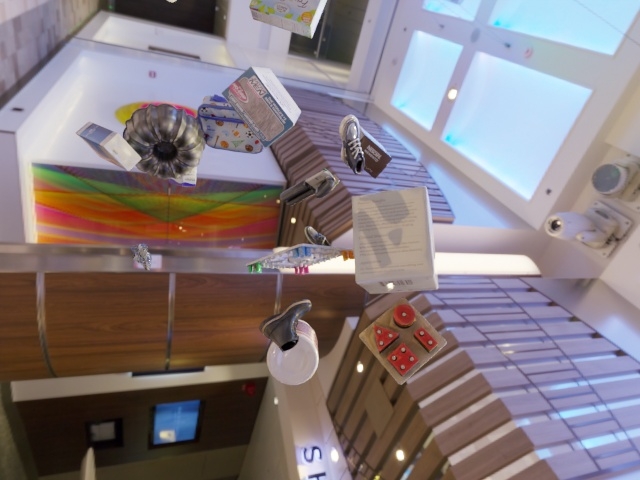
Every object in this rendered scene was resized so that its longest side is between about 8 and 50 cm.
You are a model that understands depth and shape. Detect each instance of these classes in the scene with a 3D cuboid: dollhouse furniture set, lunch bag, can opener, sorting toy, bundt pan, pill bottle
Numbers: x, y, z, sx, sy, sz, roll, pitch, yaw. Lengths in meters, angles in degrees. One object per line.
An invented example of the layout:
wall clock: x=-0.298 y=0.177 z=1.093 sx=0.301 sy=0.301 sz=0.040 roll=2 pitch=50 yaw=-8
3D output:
dollhouse furniture set: x=0.053 y=-0.312 z=2.101 sx=0.076 sy=0.058 sz=0.152 roll=-44 pitch=-131 yaw=11
lunch bag: x=-0.388 y=-0.510 z=1.768 sx=0.243 sy=0.303 sz=0.115 roll=96 pitch=2 yaw=-52
can opener: x=-0.057 y=-0.195 z=1.631 sx=0.283 sy=0.076 sz=0.095 roll=-23 pitch=-136 yaw=40
sorting toy: x=0.331 y=0.396 z=1.638 sx=0.255 sy=0.257 sz=0.089 roll=47 pitch=-8 yaw=25
bundt pan: x=-0.642 y=-0.384 z=1.668 sx=0.124 sy=0.330 sz=0.331 roll=-109 pitch=-150 yaw=-43
pill bottle: x=-0.123 y=0.503 z=1.894 sx=0.392 sy=0.224 sz=0.224 roll=-154 pitch=-114 yaw=-89

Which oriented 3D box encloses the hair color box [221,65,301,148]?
hair color box: x=-0.153 y=-0.388 z=1.146 sx=0.105 sy=0.174 sz=0.347 roll=-35 pitch=-162 yaw=13

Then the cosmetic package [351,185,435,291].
cosmetic package: x=0.340 y=0.014 z=1.809 sx=0.327 sy=0.329 sz=0.394 roll=40 pitch=47 yaw=-65

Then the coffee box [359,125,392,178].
coffee box: x=0.175 y=-0.346 z=1.546 sx=0.098 sy=0.141 sz=0.246 roll=-49 pitch=-162 yaw=18

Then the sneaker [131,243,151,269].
sneaker: x=-0.681 y=0.062 z=1.534 sx=0.052 sy=0.058 sz=0.135 roll=-98 pitch=-171 yaw=-45

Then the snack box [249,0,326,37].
snack box: x=-0.094 y=-0.760 z=1.270 sx=0.070 sy=0.207 sz=0.174 roll=61 pitch=50 yaw=-82

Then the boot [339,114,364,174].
boot: x=0.108 y=-0.297 z=1.267 sx=0.086 sy=0.069 sz=0.190 roll=55 pitch=-14 yaw=30

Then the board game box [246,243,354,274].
board game box: x=-0.091 y=0.102 z=1.956 sx=0.390 sy=0.390 sz=0.050 roll=-20 pitch=-108 yaw=39

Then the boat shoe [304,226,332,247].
boat shoe: x=0.000 y=0.001 z=2.274 sx=0.073 sy=0.223 sz=0.080 roll=-22 pitch=-154 yaw=39

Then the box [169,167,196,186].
box: x=-0.663 y=-0.335 z=1.943 sx=0.126 sy=0.072 sz=0.137 roll=16 pitch=-74 yaw=38

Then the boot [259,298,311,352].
boot: x=-0.085 y=0.287 z=1.346 sx=0.137 sy=0.198 sz=0.077 roll=34 pitch=-34 yaw=45

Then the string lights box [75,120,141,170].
string lights box: x=-0.828 y=-0.369 z=1.571 sx=0.259 sy=0.077 sz=0.133 roll=25 pitch=-22 yaw=35
